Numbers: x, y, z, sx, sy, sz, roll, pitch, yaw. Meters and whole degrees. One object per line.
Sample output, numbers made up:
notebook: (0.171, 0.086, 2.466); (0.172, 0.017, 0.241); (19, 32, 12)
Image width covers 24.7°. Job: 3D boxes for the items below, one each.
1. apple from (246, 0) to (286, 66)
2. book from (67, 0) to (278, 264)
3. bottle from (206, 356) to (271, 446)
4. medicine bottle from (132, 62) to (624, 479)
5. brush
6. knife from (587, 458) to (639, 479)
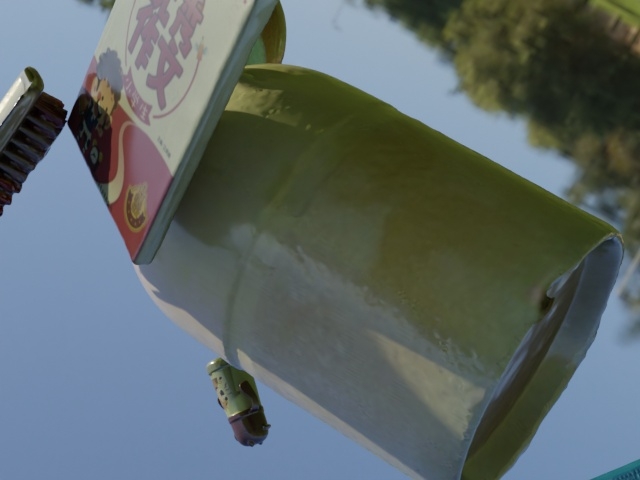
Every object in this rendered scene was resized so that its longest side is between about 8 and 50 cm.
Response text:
apple: (-0.108, -0.206, 1.488); (0.146, 0.147, 0.163); (3, -164, -1)
book: (-0.108, -0.120, 1.000); (0.022, 0.232, 0.162); (1, -138, -35)
bottle: (-0.085, 0.170, 1.552); (0.063, 0.047, 0.101); (94, 156, -78)
medicine bottle: (0.000, 0.000, 1.125); (0.406, 0.235, 0.236); (31, -165, 21)
brush: (-0.297, 0.009, 1.120); (0.050, 0.321, 0.060); (33, -166, -28)
knife: (0.316, 0.248, 1.520); (0.044, 0.297, 0.026); (69, -165, 11)
